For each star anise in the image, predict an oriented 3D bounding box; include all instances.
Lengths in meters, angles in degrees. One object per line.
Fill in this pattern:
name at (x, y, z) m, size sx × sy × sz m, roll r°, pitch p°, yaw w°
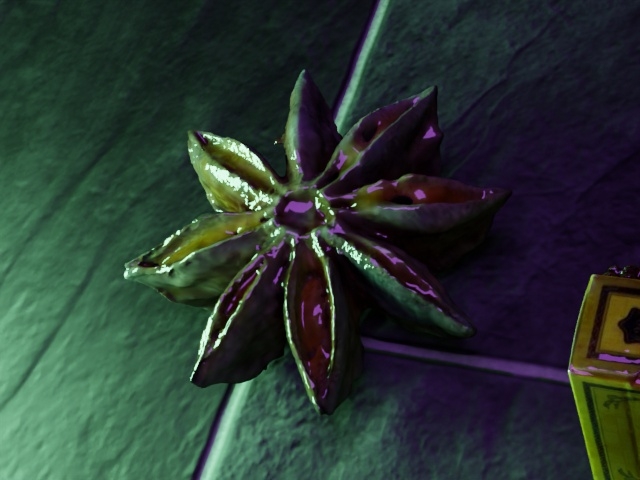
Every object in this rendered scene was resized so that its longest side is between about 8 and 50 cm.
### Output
star anise at (0.002, 0.000, 1.231) m, size 0.332 × 0.117 × 0.331 m, roll -6°, pitch 65°, yaw 13°

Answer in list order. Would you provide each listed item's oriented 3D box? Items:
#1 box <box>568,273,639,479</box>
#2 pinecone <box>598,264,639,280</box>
box at (0.332, 0.122, 0.998) m, size 0.302 × 0.193 × 0.084 m, roll 8°, pitch 60°, yaw 22°
pinecone at (0.242, 0.056, 1.144) m, size 0.077 × 0.077 × 0.083 m, roll -29°, pitch 49°, yaw -3°
